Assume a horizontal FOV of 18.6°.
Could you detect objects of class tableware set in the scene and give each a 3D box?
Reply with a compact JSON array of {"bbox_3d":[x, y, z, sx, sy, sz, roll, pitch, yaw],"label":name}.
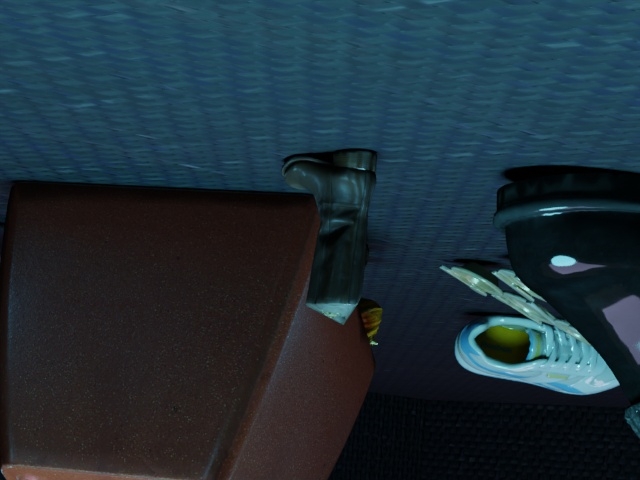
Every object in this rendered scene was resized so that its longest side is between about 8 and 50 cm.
[{"bbox_3d":[0.195,0.059,1.831,0.141,0.020,0.168,33,171,-28],"label":"tableware set"}]

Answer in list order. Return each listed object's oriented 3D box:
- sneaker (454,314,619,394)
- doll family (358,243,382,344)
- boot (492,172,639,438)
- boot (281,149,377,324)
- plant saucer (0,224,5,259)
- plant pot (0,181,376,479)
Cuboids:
[{"bbox_3d":[0.278,0.136,2.345,0.228,0.087,0.092,3,171,-2],"label":"sneaker"},{"bbox_3d":[-0.023,0.061,1.807,0.163,0.118,0.263,5,173,-5],"label":"doll family"},{"bbox_3d":[0.246,0.117,1.362,0.348,0.260,0.131,26,151,-37],"label":"boot"},{"bbox_3d":[0.000,0.000,1.323,0.037,0.114,0.106,9,172,-27],"label":"boot"},{"bbox_3d":[-0.259,0.042,1.970,0.332,0.084,0.332,4,174,0],"label":"plant saucer"},{"bbox_3d":[-0.121,0.129,1.583,0.267,0.236,0.267,3,147,14],"label":"plant pot"}]
